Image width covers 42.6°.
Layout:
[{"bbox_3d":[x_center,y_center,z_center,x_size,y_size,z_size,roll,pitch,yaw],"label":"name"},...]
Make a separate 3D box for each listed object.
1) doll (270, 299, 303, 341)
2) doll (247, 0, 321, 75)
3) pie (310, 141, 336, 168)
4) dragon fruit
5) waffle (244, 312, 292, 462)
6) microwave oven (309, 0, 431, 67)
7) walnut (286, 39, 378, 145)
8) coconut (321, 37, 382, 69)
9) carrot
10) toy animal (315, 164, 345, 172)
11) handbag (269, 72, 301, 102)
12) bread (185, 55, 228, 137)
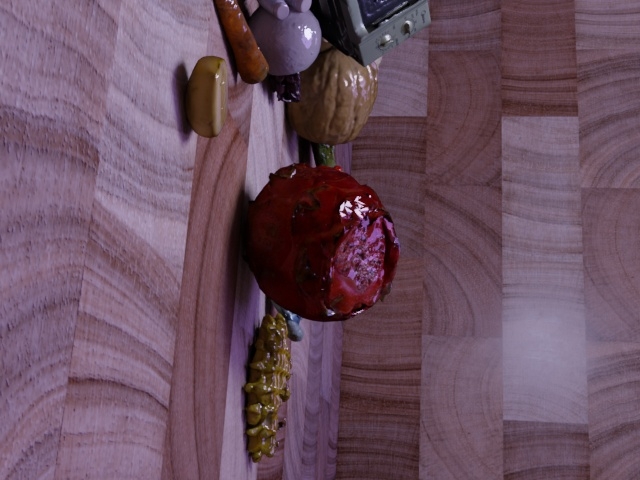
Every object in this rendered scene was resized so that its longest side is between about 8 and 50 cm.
[{"bbox_3d":[-0.071,0.119,1.817,0.103,0.071,0.214,16,63,-75],"label":"doll"},{"bbox_3d":[-0.083,-0.450,1.491,0.151,0.150,0.287,-78,161,-56],"label":"doll"},{"bbox_3d":[0.005,-0.275,2.285,0.277,0.078,0.277,175,-90,-87],"label":"pie"},{"bbox_3d":[0.000,0.000,1.548,0.302,0.295,0.296,50,-20,35],"label":"dragon fruit"},{"bbox_3d":[-0.100,0.291,1.706,0.293,0.069,0.260,-77,168,-62],"label":"waffle"},{"bbox_3d":[0.052,-0.590,1.727,0.286,0.218,0.355,46,-13,37],"label":"microwave oven"},{"bbox_3d":[0.028,-0.356,2.012,0.224,0.257,0.257,-128,-154,-46],"label":"walnut"},{"bbox_3d":[0.069,-0.554,2.253,0.233,0.233,0.245,-81,170,-47],"label":"coconut"},{"bbox_3d":[-0.141,-0.355,1.384,0.224,0.057,0.057,66,26,-60],"label":"carrot"},{"bbox_3d":[0.009,-0.117,2.111,0.197,0.171,0.171,-24,116,-66],"label":"toy animal"},{"bbox_3d":[-0.070,-0.412,1.727,0.203,0.073,0.216,101,-7,-81],"label":"handbag"},{"bbox_3d":[-0.165,-0.205,1.167,0.082,0.056,0.115,-78,173,-54],"label":"bread"}]
